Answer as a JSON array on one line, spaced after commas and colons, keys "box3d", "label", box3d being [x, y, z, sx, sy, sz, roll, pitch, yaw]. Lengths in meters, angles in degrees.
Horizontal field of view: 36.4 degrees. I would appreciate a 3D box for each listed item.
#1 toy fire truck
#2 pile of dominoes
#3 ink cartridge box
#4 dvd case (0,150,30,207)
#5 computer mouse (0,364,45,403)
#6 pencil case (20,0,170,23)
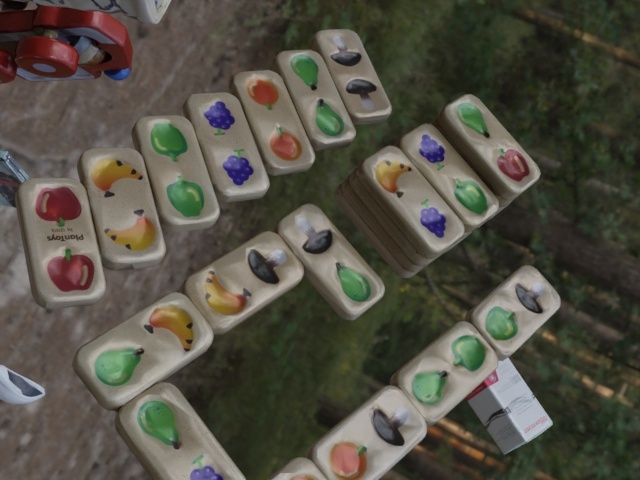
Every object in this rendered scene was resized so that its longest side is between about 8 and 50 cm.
[{"box3d": [-0.452, -0.337, 1.650, 0.254, 0.302, 0.169, 27, 65, -65], "label": "toy fire truck"}, {"box3d": [0.000, 0.000, 0.443, 0.251, 0.196, 0.040, -34, 171, -38], "label": "pile of dominoes"}, {"box3d": [0.336, 0.299, 1.770, 0.109, 0.150, 0.063, -15, 157, -49], "label": "ink cartridge box"}, {"box3d": [-0.394, -0.076, 1.208, 0.119, 0.087, 0.013, 68, 40, -53], "label": "dvd case"}, {"box3d": [-0.531, 0.227, 1.585, 0.193, 0.106, 0.042, 42, 53, -40], "label": "computer mouse"}, {"box3d": [-0.348, -0.371, 1.133, 0.160, 0.411, 0.183, -67, 166, -50], "label": "pencil case"}]
